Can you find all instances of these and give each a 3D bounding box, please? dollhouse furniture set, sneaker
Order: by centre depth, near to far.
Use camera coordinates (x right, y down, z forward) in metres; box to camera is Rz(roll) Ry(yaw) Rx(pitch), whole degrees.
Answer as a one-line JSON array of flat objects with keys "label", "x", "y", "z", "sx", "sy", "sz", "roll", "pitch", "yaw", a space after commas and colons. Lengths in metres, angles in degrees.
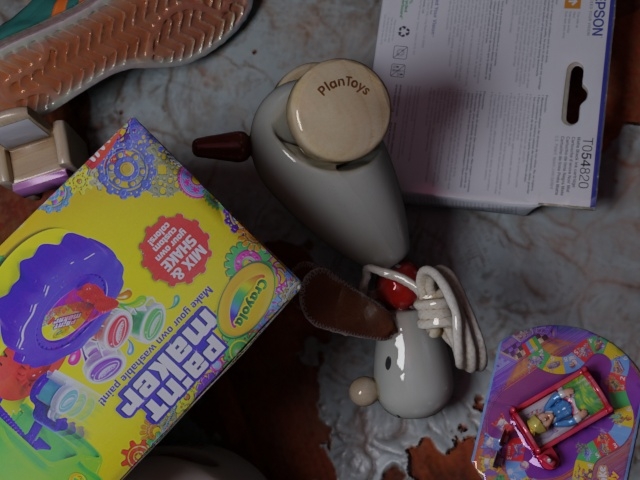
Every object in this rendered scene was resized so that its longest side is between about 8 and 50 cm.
[{"label": "dollhouse furniture set", "x": -0.363, "y": 0.050, "z": 0.925, "sx": 0.286, "sy": 0.198, "sz": 0.303, "roll": -16, "pitch": 73, "yaw": 7}, {"label": "sneaker", "x": -0.222, "y": -0.224, "z": 1.014, "sx": 0.302, "sy": 0.108, "sz": 0.121, "roll": -24, "pitch": 39, "yaw": -12}]

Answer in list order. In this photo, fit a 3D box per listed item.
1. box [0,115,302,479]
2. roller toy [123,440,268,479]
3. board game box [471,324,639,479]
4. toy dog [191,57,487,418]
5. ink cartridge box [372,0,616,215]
[{"label": "box", "x": -0.201, "y": 0.079, "z": 0.797, "sx": 0.177, "sy": 0.279, "sz": 0.290, "roll": 46, "pitch": 77, "yaw": -11}, {"label": "roller toy", "x": -0.124, "y": 0.268, "z": 0.844, "sx": 0.209, "sy": 0.146, "sz": 0.191, "roll": -43, "pitch": 81, "yaw": 4}, {"label": "board game box", "x": 0.208, "y": 0.155, "z": 0.866, "sx": 0.133, "sy": 0.033, "sz": 0.169, "roll": 13, "pitch": 79, "yaw": 15}, {"label": "toy dog", "x": 0.000, "y": 0.000, "z": 0.847, "sx": 0.161, "sy": 0.220, "sz": 0.334, "roll": -18, "pitch": 76, "yaw": -6}, {"label": "ink cartridge box", "x": 0.157, "y": -0.138, "z": 0.946, "sx": 0.224, "sy": 0.045, "sz": 0.223, "roll": 7, "pitch": 78, "yaw": 14}]
